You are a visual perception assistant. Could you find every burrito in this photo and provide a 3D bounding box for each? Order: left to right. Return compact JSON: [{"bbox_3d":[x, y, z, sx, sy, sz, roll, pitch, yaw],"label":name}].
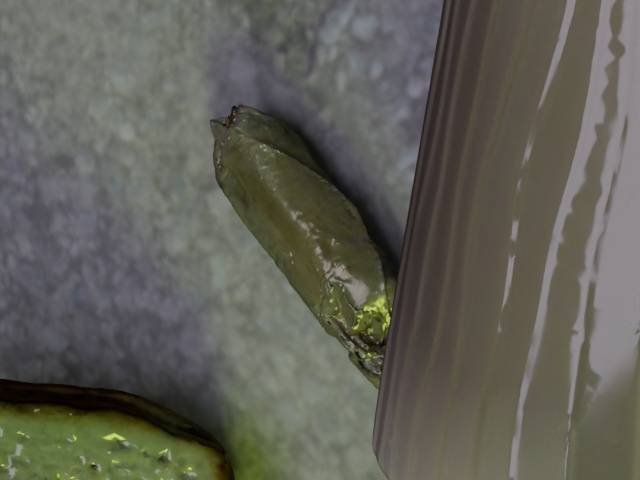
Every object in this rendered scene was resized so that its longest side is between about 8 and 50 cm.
[{"bbox_3d":[-0.001,0.000,0.803,0.058,0.045,0.188,-44,69,18],"label":"burrito"}]

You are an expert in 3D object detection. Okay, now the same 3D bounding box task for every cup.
[{"bbox_3d":[0.173,-0.012,0.634,0.208,0.288,0.273,-145,65,-63],"label":"cup"}]

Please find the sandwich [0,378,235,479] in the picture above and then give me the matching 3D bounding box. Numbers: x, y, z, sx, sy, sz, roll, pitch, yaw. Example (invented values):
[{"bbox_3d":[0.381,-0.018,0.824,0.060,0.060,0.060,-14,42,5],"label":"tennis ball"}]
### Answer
[{"bbox_3d":[-0.172,0.209,0.806,0.248,0.095,0.273,8,79,-5],"label":"sandwich"}]
